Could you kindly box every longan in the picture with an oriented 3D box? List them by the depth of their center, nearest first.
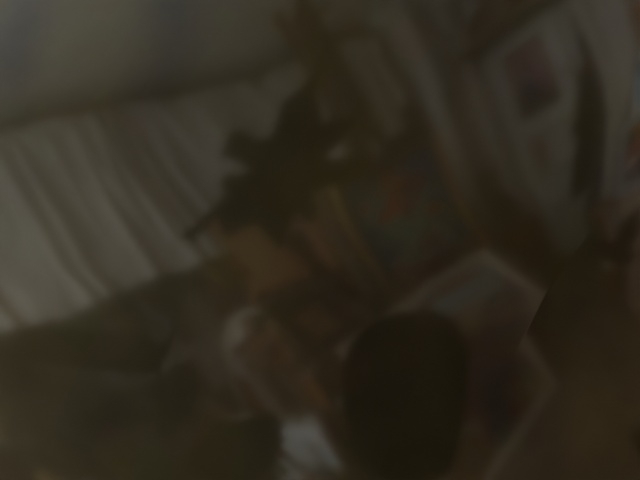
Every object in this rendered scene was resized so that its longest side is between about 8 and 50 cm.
[{"bbox_3d":[0.000,0.000,0.535,0.404,0.404,0.336,-31,-13,15],"label":"longan"}]
